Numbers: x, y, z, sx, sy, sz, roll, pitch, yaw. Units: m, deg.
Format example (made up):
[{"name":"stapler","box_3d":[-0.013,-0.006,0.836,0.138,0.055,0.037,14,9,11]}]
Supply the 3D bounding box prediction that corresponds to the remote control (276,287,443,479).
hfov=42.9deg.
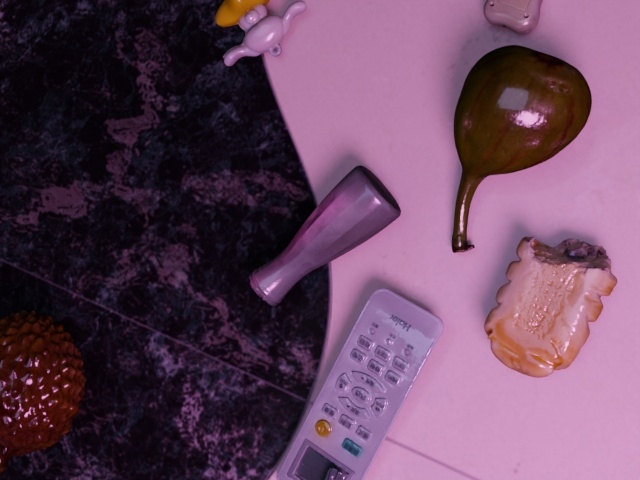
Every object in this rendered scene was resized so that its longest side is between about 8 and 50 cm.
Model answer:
[{"name":"remote control","box_3d":[0.051,0.208,1.038,0.103,0.051,0.293,30,96,22]}]

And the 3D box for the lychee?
[{"name":"lychee","box_3d":[-0.424,0.216,1.137,0.200,0.200,0.238,-6,64,19]}]

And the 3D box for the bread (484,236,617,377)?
[{"name":"bread","box_3d":[0.267,0.073,0.960,0.119,0.084,0.177,28,92,23]}]

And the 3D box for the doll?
[{"name":"doll","box_3d":[-0.085,-0.316,1.165,0.135,0.071,0.113,-10,86,14]}]

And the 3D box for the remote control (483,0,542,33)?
[{"name":"remote control","box_3d":[0.264,-0.329,1.053,0.074,0.032,0.122,28,91,22]}]

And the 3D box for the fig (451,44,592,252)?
[{"name":"fig","box_3d":[0.217,-0.114,1.011,0.151,0.151,0.259,39,123,21]}]

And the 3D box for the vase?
[{"name":"vase","box_3d":[0.000,0.000,1.076,0.214,0.086,0.086,-41,70,15]}]
